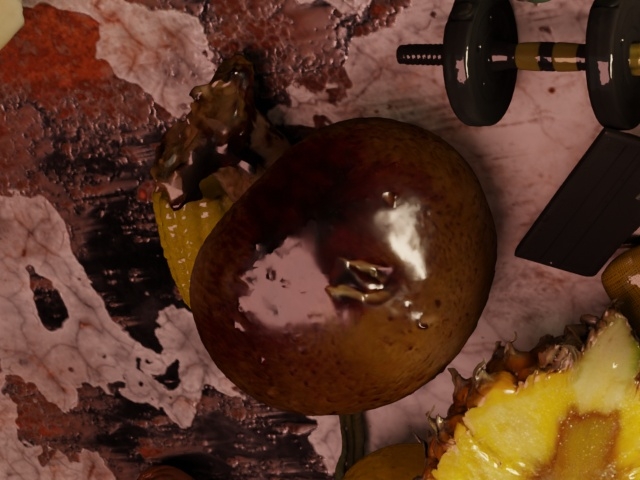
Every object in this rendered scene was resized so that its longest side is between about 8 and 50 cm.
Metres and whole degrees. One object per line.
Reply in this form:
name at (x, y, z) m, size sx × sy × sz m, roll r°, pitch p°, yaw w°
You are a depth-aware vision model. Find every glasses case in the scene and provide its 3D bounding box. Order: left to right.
glasses case at (0.391, 0.105, 1.903) m, size 0.234 × 0.064 × 0.079 m, roll 48°, pitch 123°, yaw -7°

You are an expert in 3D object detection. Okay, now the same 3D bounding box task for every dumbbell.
dumbbell at (0.226, -0.181, 1.760) m, size 0.325 × 0.143 × 0.143 m, roll 3°, pitch 120°, yaw 27°

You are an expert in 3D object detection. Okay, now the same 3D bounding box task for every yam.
yam at (0.321, 0.002, 1.908) m, size 0.107 × 0.014 × 0.014 m, roll -3°, pitch 118°, yaw 29°

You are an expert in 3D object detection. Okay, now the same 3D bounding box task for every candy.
candy at (-0.136, 0.012, 2.105) m, size 0.106 × 0.094 × 0.199 m, roll -9°, pitch 124°, yaw -6°

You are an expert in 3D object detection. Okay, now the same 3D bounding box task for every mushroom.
mushroom at (-0.007, 0.019, 1.938) m, size 0.356 × 0.331 × 0.334 m, roll 14°, pitch 160°, yaw 50°

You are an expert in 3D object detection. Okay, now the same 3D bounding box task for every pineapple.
pineapple at (0.275, 0.171, 1.963) m, size 0.344 × 0.209 × 0.286 m, roll 9°, pitch 106°, yaw -10°

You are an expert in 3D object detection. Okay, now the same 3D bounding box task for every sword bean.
sword bean at (0.033, 0.289, 2.228) m, size 0.043 × 0.038 × 0.269 m, roll 1°, pitch 123°, yaw -1°

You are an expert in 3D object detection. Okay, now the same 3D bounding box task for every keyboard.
keyboard at (0.294, -0.053, 1.779) m, size 0.103 × 0.041 × 0.381 m, roll 16°, pitch 157°, yaw -7°

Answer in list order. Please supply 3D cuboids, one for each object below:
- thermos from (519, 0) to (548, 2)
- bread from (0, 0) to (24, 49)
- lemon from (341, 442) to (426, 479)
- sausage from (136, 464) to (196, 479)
thermos at (0.222, -0.277, 1.673) m, size 0.083 × 0.187 × 0.073 m, roll -16°, pitch 111°, yaw 36°
bread at (-0.468, -0.377, 1.942) m, size 0.329 × 0.245 × 0.424 m, roll 8°, pitch 118°, yaw 23°
lemon at (0.124, 0.343, 2.105) m, size 0.260 × 0.204 × 0.204 m, roll 19°, pitch 126°, yaw 17°
sausage at (-0.142, 0.427, 2.350) m, size 0.121 × 0.121 × 0.304 m, roll -32°, pitch 101°, yaw 38°
